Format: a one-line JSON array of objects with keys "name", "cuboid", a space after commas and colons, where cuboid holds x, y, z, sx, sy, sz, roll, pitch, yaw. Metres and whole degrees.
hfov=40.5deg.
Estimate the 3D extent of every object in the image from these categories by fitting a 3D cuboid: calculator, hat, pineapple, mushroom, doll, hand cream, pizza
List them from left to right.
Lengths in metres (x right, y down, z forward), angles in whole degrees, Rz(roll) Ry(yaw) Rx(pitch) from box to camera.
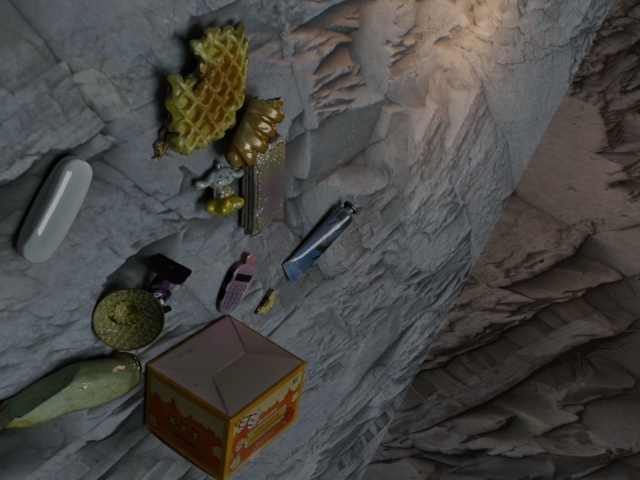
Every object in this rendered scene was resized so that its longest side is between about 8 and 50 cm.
[{"name": "mushroom", "cuboid": [-0.486, 0.294, 1.721, 0.333, 0.087, 0.107, -6, 119, -57]}, {"name": "hat", "cuboid": [-0.395, 0.149, 1.784, 0.145, 0.067, 0.146, -6, 114, -13]}, {"name": "pizza", "cuboid": [-0.304, -0.192, 1.685, 0.037, 0.016, 0.083, 11, 103, -64]}, {"name": "doll", "cuboid": [-0.212, -0.117, 1.882, 0.135, 0.071, 0.113, -51, 133, -36]}, {"name": "calculator", "cuboid": [-0.203, 0.105, 2.123, 0.103, 0.024, 0.166, 16, 101, -62]}, {"name": "pineapple", "cuboid": [-0.142, 0.167, 2.293, 0.083, 0.019, 0.045, -58, 147, -10]}, {"name": "hand cream", "cuboid": [0.000, 0.000, 2.364, 0.271, 0.058, 0.091, -47, 146, -20]}]

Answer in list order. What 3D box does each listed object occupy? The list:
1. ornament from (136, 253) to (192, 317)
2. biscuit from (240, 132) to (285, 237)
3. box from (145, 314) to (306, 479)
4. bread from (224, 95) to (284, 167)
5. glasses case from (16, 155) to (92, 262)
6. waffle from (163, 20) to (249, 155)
[{"name": "ornament", "cuboid": [-0.351, 0.130, 1.839, 0.203, 0.088, 0.081, -63, 180, 26]}, {"name": "biscuit", "cuboid": [-0.135, -0.128, 1.997, 0.108, 0.061, 0.239, -35, 140, -41]}, {"name": "box", "cuboid": [-0.226, 0.367, 2.051, 0.283, 0.259, 0.214, -32, 142, -46]}, {"name": "bread", "cuboid": [-0.140, -0.232, 1.840, 0.177, 0.084, 0.119, -61, -164, 2]}, {"name": "glasses case", "cuboid": [-0.457, -0.054, 1.497, 0.197, 0.049, 0.076, -63, 153, 0]}, {"name": "waffle", "cuboid": [-0.213, -0.298, 1.696, 0.250, 0.056, 0.261, -39, 144, -48]}]
